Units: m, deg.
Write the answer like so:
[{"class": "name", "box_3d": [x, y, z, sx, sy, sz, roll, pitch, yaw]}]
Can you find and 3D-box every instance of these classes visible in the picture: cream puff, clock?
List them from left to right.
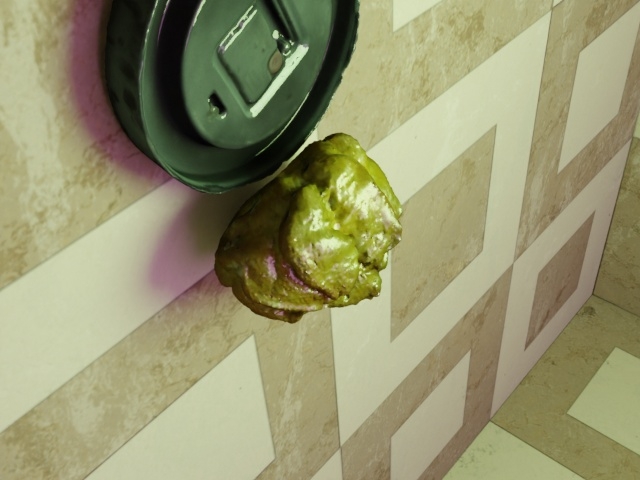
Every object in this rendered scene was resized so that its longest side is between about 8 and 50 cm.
[{"class": "clock", "box_3d": [-0.078, -0.208, 0.807, 0.325, 0.067, 0.325, -39, 145, -34]}, {"class": "cream puff", "box_3d": [-0.012, -0.011, 0.923, 0.196, 0.244, 0.244, 37, 81, -31]}]
